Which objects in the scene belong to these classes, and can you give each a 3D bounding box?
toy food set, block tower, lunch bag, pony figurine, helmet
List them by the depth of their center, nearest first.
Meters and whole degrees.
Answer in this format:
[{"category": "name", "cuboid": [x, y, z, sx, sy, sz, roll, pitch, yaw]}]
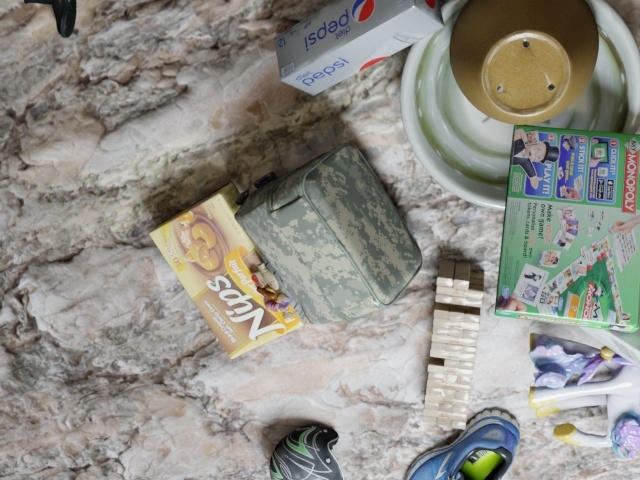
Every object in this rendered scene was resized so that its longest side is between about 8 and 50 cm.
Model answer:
[{"category": "pony figurine", "cuboid": [0.567, 0.252, 1.469, 0.363, 0.303, 0.351, 0, 129, 20]}, {"category": "lunch bag", "cuboid": [0.000, 0.000, 1.513, 0.256, 0.212, 0.305, -26, 103, 41]}, {"category": "toy food set", "cuboid": [-0.097, 0.104, 1.568, 0.122, 0.019, 0.078, 52, 143, -6]}, {"category": "block tower", "cuboid": [0.261, 0.213, 1.598, 0.090, 0.097, 0.336, 7, 113, 11]}, {"category": "helmet", "cuboid": [-0.025, 0.487, 1.731, 0.169, 0.161, 0.169, 4, 112, 11]}]

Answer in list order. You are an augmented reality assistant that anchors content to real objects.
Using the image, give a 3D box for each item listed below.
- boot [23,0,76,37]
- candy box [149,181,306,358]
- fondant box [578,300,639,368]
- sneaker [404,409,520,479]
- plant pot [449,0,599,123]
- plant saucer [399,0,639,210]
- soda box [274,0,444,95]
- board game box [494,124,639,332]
[{"category": "boot", "cuboid": [-0.518, -0.455, 1.545, 0.099, 0.045, 0.121, 12, 106, 6]}, {"category": "candy box", "cuboid": [-0.180, 0.065, 1.644, 0.183, 0.087, 0.316, -27, 103, 21]}, {"category": "fondant box", "cuboid": [0.591, 0.054, 1.312, 0.330, 0.238, 0.096, -46, 123, -3]}, {"category": "sneaker", "cuboid": [0.277, 0.493, 1.673, 0.129, 0.147, 0.330, 37, 115, -3]}, {"category": "plant pot", "cuboid": [0.304, -0.269, 1.205, 0.237, 0.254, 0.237, 4, 111, 11]}, {"category": "plant saucer", "cuboid": [0.340, -0.252, 1.395, 0.400, 0.100, 0.401, 4, 111, 11]}, {"category": "soda box", "cuboid": [0.060, -0.352, 1.371, 0.286, 0.098, 0.091, -21, 69, 34]}, {"category": "board game box", "cuboid": [0.400, -0.024, 1.291, 0.213, 0.046, 0.317, 7, 74, 10]}]
